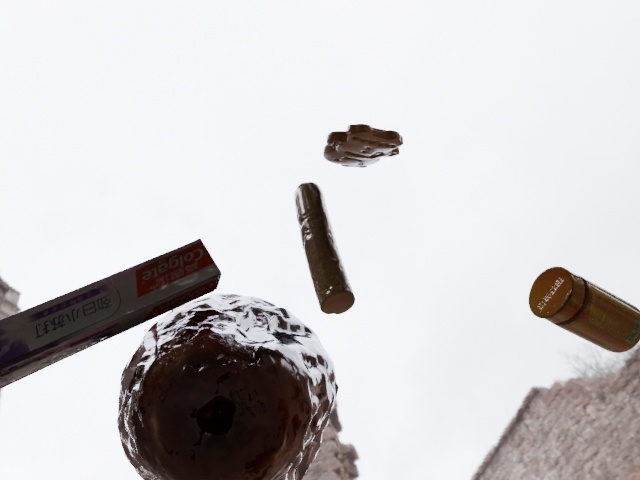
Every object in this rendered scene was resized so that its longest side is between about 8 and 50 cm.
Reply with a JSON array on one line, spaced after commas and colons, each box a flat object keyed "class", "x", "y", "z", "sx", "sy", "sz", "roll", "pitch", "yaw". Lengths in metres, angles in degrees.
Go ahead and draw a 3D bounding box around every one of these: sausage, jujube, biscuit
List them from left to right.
[{"class": "jujube", "x": -0.085, "y": 0.139, "z": 0.542, "sx": 0.198, "sy": 0.290, "sz": 0.197, "roll": 1, "pitch": -99, "yaw": -7}, {"class": "sausage", "x": -0.001, "y": -0.001, "z": 1.044, "sx": 0.066, "sy": 0.301, "sz": 0.065, "roll": -8, "pitch": -48, "yaw": -9}, {"class": "biscuit", "x": 0.066, "y": -0.161, "z": 1.072, "sx": 0.134, "sy": 0.184, "sz": 0.027, "roll": 9, "pitch": -102, "yaw": -31}]

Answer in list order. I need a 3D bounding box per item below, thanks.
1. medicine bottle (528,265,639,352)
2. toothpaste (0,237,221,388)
[{"class": "medicine bottle", "x": 0.462, "y": 0.122, "z": 1.058, "sx": 0.192, "sy": 0.096, "sz": 0.096, "roll": 24, "pitch": -67, "yaw": -24}, {"class": "toothpaste", "x": -0.174, "y": 0.053, "z": 0.471, "sx": 0.196, "sy": 0.047, "sz": 0.040, "roll": -24, "pitch": -20, "yaw": -29}]
